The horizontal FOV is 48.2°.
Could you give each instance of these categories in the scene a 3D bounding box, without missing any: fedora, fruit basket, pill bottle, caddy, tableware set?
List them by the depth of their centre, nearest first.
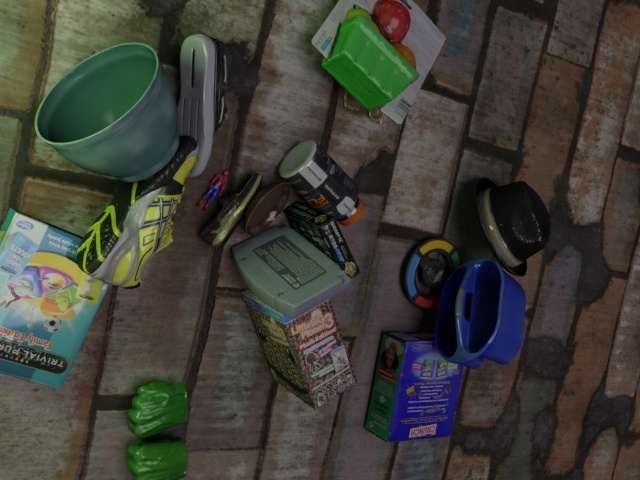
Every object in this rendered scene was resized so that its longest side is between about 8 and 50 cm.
[{"bbox_3d":[0.014,-0.143,1.907,0.245,0.130,0.130,43,77,-31],"label":"pill bottle"},{"bbox_3d":[0.161,-0.533,1.914,0.327,0.165,0.353,39,57,-22],"label":"fruit basket"},{"bbox_3d":[0.141,-0.412,1.995,0.168,0.020,0.141,20,89,-34],"label":"tableware set"},{"bbox_3d":[0.462,0.216,2.122,0.179,0.241,0.341,31,57,-29],"label":"caddy"},{"bbox_3d":[0.605,-0.064,2.194,0.334,0.152,0.334,35,41,-37],"label":"fedora"}]

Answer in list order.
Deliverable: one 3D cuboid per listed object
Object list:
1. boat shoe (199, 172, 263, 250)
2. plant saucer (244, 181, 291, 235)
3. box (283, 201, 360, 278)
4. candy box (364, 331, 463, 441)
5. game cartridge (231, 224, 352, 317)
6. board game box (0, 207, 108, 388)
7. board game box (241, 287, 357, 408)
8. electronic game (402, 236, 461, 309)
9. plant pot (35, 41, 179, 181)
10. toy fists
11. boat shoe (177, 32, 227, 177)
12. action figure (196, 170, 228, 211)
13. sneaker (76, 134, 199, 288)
[{"bbox_3d":[-0.224,-0.084,1.801,0.073,0.080,0.223,31,81,-1],"label":"boat shoe"},{"bbox_3d":[-0.141,-0.086,1.833,0.168,0.029,0.168,-46,162,-19],"label":"plant saucer"},{"bbox_3d":[0.000,0.000,1.875,0.051,0.220,0.175,-34,116,-17],"label":"box"},{"bbox_3d":[0.300,0.449,2.223,0.268,0.122,0.317,6,96,-35],"label":"candy box"},{"bbox_3d":[-0.087,0.074,1.798,0.198,0.297,0.062,-31,134,-21],"label":"game cartridge"},{"bbox_3d":[-0.630,0.133,1.588,0.254,0.079,0.336,26,86,-34],"label":"board game box"},{"bbox_3d":[-0.057,0.255,1.888,0.141,0.232,0.291,-28,113,-25],"label":"board game box"},{"bbox_3d":[0.348,0.103,2.222,0.229,0.048,0.229,-8,104,-32],"label":"electronic game"},{"bbox_3d":[-0.424,-0.249,1.533,0.293,0.293,0.196,-48,138,-15],"label":"plant pot"},{"bbox_3d":[-0.416,0.488,1.796,0.142,0.096,0.279,-5,102,-42],"label":"toy fists"},{"bbox_3d":[-0.268,-0.314,1.696,0.119,0.121,0.335,-15,121,-53],"label":"boat shoe"},{"bbox_3d":[-0.265,-0.128,1.795,0.038,0.030,0.115,37,78,-28],"label":"action figure"},{"bbox_3d":[-0.389,-0.068,1.617,0.385,0.145,0.147,-57,134,-12],"label":"sneaker"}]
